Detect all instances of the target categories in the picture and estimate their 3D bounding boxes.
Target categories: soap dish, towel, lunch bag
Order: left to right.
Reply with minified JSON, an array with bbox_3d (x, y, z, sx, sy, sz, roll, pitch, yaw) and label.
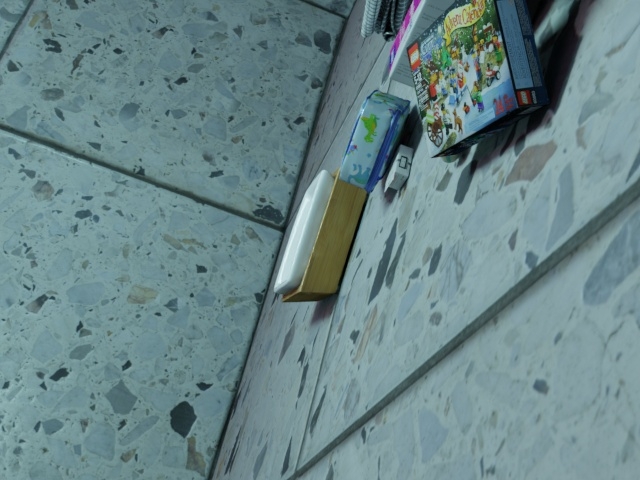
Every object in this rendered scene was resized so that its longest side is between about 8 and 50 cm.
[{"bbox_3d":[0.000,0.000,1.803,0.229,0.118,0.291,140,150,-74],"label":"soap dish"},{"bbox_3d":[0.104,-0.193,1.560,0.219,0.090,0.176,-57,-11,-71],"label":"lunch bag"},{"bbox_3d":[0.197,-0.629,1.893,0.235,0.121,0.284,94,-165,-76],"label":"towel"}]

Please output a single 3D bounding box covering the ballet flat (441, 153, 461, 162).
[{"bbox_3d":[0.196,-0.187,1.181,0.052,0.057,0.168,70,-146,-56],"label":"ballet flat"}]

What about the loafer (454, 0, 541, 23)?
[{"bbox_3d":[0.228,-0.358,1.047,0.134,0.130,0.366,-88,18,-46],"label":"loafer"}]

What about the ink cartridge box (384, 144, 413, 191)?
[{"bbox_3d":[0.143,-0.126,1.465,0.048,0.028,0.083,120,168,-56],"label":"ink cartridge box"}]

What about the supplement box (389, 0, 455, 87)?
[{"bbox_3d":[0.205,-0.363,1.331,0.111,0.113,0.220,-83,13,-53],"label":"supplement box"}]

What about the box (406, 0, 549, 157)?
[{"bbox_3d":[0.184,-0.207,0.993,0.233,0.044,0.159,152,107,-71],"label":"box"}]
